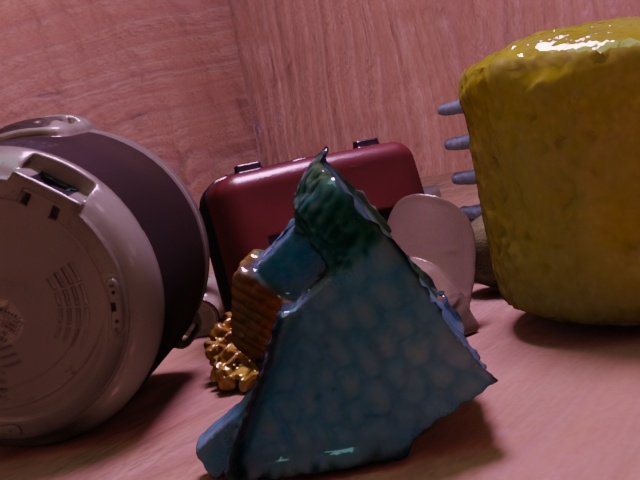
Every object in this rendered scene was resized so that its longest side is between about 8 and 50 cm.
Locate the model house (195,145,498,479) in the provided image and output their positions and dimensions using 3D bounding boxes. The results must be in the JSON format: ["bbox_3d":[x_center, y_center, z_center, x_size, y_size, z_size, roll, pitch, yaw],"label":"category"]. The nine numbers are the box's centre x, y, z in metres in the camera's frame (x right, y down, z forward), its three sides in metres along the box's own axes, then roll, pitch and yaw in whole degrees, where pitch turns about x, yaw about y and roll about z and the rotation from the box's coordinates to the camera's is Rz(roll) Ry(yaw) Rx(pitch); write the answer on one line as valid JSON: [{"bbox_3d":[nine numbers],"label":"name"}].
[{"bbox_3d":[-0.013,0.081,0.816,0.241,0.226,0.261,-40,2,6],"label":"model house"}]

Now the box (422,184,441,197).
[{"bbox_3d":[0.069,-0.039,2.060,0.373,0.090,0.367,-8,9,22],"label":"box"}]

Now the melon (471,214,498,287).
[{"bbox_3d":[0.266,0.008,1.227,0.167,0.114,0.114,-12,6,20],"label":"melon"}]

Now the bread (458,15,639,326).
[{"bbox_3d":[0.332,-0.075,0.988,0.348,0.307,0.348,-7,2,0],"label":"bread"}]

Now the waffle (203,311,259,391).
[{"bbox_3d":[-0.047,0.112,1.046,0.191,0.038,0.191,-12,23,5],"label":"waffle"}]

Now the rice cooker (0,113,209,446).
[{"bbox_3d":[-0.301,0.033,1.030,0.335,0.335,0.325,-10,11,8],"label":"rice cooker"}]

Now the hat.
[{"bbox_3d":[0.091,0.035,1.082,0.166,0.173,0.144,-8,1,38],"label":"hat"}]

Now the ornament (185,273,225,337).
[{"bbox_3d":[-0.170,0.093,1.397,0.075,0.081,0.156,-12,11,11],"label":"ornament"}]

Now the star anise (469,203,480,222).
[{"bbox_3d":[0.330,-0.055,1.950,0.141,0.042,0.141,-12,6,1],"label":"star anise"}]

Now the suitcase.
[{"bbox_3d":[0.000,0.000,1.247,0.297,0.236,0.161,-14,-4,-21],"label":"suitcase"}]

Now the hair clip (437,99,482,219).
[{"bbox_3d":[0.354,-0.141,1.516,0.238,0.318,0.392,-16,10,-21],"label":"hair clip"}]
